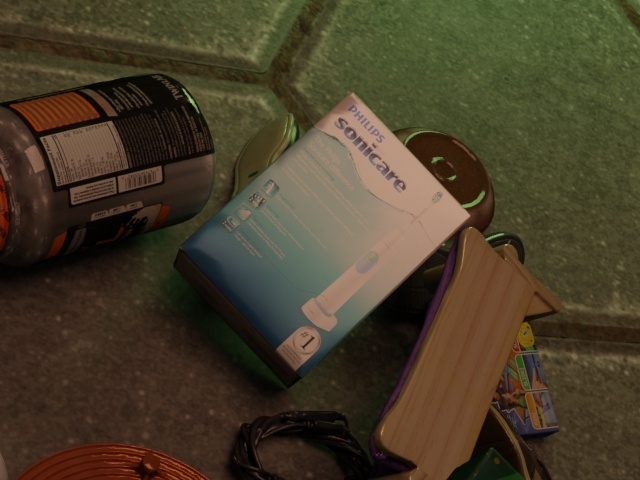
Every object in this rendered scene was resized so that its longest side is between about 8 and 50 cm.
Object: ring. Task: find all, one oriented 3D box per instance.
[{"bbox_3d":[-0.200,0.364,1.702,0.337,0.032,0.336,16,49,-19],"label":"ring"}]

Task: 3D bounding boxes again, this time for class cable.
[{"bbox_3d":[-0.023,0.271,1.876,0.184,0.047,0.150,4,59,-34],"label":"cable"}]

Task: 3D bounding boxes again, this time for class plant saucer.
[{"bbox_3d":[0.172,-0.092,2.276,0.199,0.036,0.198,17,49,-20],"label":"plant saucer"}]

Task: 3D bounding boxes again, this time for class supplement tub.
[{"bbox_3d":[-0.298,-0.081,1.878,0.316,0.193,0.193,-17,66,-38],"label":"supplement tub"}]

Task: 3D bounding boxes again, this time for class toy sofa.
[{"bbox_3d":[0.135,0.168,1.891,0.177,0.150,0.362,42,53,-22],"label":"toy sofa"}]

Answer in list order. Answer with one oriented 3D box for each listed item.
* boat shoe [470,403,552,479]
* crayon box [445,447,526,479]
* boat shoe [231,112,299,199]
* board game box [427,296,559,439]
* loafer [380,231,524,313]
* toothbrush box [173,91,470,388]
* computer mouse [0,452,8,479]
[{"bbox_3d":[0.249,0.302,1.983,0.073,0.080,0.223,-19,79,-54],"label":"boat shoe"},{"bbox_3d":[0.142,0.389,1.559,0.203,0.083,0.323,44,55,-1],"label":"crayon box"},{"bbox_3d":[-0.064,-0.080,2.111,0.079,0.084,0.233,50,31,-31],"label":"boat shoe"},{"bbox_3d":[0.226,0.164,2.080,0.136,0.035,0.201,-1,69,-32],"label":"board game box"},{"bbox_3d":[0.154,0.040,2.146,0.268,0.084,0.096,-10,103,-35],"label":"loafer"},{"bbox_3d":[0.000,0.000,1.942,0.295,0.126,0.216,-44,88,-14],"label":"toothbrush box"},{"bbox_3d":[-0.403,0.194,1.705,0.193,0.042,0.106,46,45,9],"label":"computer mouse"}]
